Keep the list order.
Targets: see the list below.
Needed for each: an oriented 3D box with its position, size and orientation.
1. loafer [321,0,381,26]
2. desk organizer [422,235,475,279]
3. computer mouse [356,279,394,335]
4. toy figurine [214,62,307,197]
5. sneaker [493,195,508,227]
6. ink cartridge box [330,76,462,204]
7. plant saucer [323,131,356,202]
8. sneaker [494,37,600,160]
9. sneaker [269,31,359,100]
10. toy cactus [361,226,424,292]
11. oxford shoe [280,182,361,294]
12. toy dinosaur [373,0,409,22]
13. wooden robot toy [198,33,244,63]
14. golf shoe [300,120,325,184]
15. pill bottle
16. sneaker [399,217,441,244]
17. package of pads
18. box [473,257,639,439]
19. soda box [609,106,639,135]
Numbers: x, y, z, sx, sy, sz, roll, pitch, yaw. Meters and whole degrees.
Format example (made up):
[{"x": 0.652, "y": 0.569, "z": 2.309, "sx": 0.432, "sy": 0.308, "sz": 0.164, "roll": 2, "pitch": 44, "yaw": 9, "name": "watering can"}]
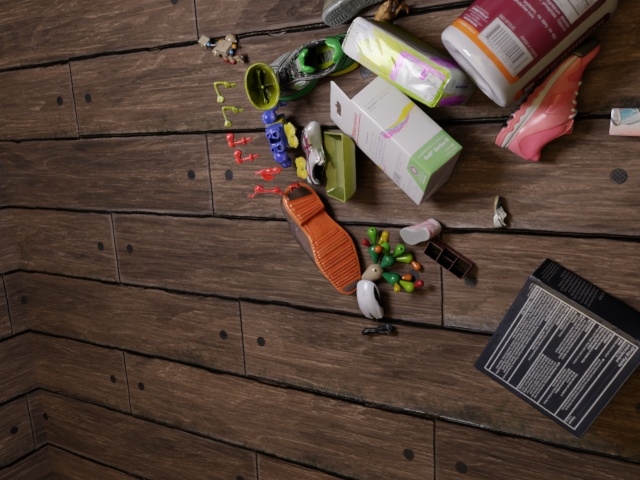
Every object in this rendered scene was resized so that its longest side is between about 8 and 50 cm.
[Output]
[{"x": 0.105, "y": -0.664, "z": 1.610, "sx": 0.251, "sy": 0.094, "sz": 0.088, "roll": -24, "pitch": 63, "yaw": 23, "name": "loafer"}, {"x": 0.346, "y": 0.048, "z": 1.664, "sx": 0.130, "sy": 0.050, "sz": 0.047, "roll": 36, "pitch": 118, "yaw": 19, "name": "desk organizer"}, {"x": 0.146, "y": 0.203, "z": 1.798, "sx": 0.106, "sy": 0.042, "sz": 0.193, "roll": -3, "pitch": 120, "yaw": 32, "name": "computer mouse"}, {"x": -0.159, "y": -0.323, "z": 1.782, "sx": 0.191, "sy": 0.217, "sz": 0.363, "roll": -16, "pitch": 107, "yaw": 8, "name": "toy figurine"}, {"x": 0.463, "y": -0.075, "z": 1.578, "sx": 0.036, "sy": 0.032, "sz": 0.083, "roll": 1, "pitch": 108, "yaw": 17, "name": "sneaker"}, {"x": 0.183, "y": -0.279, "z": 1.583, "sx": 0.119, "sy": 0.207, "sz": 0.353, "roll": -41, "pitch": 77, "yaw": -11, "name": "ink cartridge box"}, {"x": 0.058, "y": -0.212, "z": 1.735, "sx": 0.188, "sy": 0.045, "sz": 0.189, "roll": -144, "pitch": 49, "yaw": -71, "name": "plant saucer"}, {"x": 0.553, "y": -0.319, "z": 1.432, "sx": 0.136, "sy": 0.116, "sz": 0.314, "roll": 38, "pitch": 123, "yaw": 3, "name": "sneaker"}, {"x": -0.054, "y": -0.493, "z": 1.722, "sx": 0.343, "sy": 0.146, "sz": 0.134, "roll": -19, "pitch": 92, "yaw": 34, "name": "sneaker"}, {"x": 0.181, "y": 0.075, "z": 1.754, "sx": 0.219, "sy": 0.112, "sz": 0.180, "roll": 48, "pitch": 132, "yaw": 3, "name": "toy cactus"}, {"x": 0.000, "y": 0.000, "z": 1.841, "sx": 0.364, "sy": 0.129, "sz": 0.132, "roll": 61, "pitch": 159, "yaw": 3, "name": "oxford shoe"}, {"x": 0.171, "y": -0.588, "z": 1.571, "sx": 0.064, "sy": 0.112, "sz": 0.211, "roll": 55, "pitch": 161, "yaw": 0, "name": "toy dinosaur"}, {"x": -0.288, "y": -0.604, "z": 1.903, "sx": 0.173, "sy": 0.076, "sz": 0.079, "roll": 26, "pitch": 79, "yaw": 24, "name": "wooden robot toy"}, {"x": -0.011, "y": -0.255, "z": 1.795, "sx": 0.086, "sy": 0.067, "sz": 0.186, "roll": 23, "pitch": 120, "yaw": 42, "name": "golf shoe"}, {"x": 0.474, "y": -0.496, "z": 1.306, "sx": 0.392, "sy": 0.224, "sz": 0.224, "roll": -42, "pitch": 79, "yaw": 13, "name": "pill bottle"}, {"x": 0.281, "y": -0.026, "z": 1.694, "sx": 0.134, "sy": 0.070, "sz": 0.051, "roll": -9, "pitch": 108, "yaw": 62, "name": "sneaker"}, {"x": 0.222, "y": -0.437, "z": 1.516, "sx": 0.296, "sy": 0.229, "sz": 0.101, "roll": 38, "pitch": 118, "yaw": 19, "name": "package of pads"}, {"x": 0.587, "y": 0.255, "z": 1.488, "sx": 0.294, "sy": 0.182, "sz": 0.296, "roll": 35, "pitch": 119, "yaw": 21, "name": "box"}, {"x": 0.736, "y": -0.259, "z": 1.345, "sx": 0.183, "sy": 0.058, "sz": 0.063, "roll": 8, "pitch": 106, "yaw": 29, "name": "soda box"}]
